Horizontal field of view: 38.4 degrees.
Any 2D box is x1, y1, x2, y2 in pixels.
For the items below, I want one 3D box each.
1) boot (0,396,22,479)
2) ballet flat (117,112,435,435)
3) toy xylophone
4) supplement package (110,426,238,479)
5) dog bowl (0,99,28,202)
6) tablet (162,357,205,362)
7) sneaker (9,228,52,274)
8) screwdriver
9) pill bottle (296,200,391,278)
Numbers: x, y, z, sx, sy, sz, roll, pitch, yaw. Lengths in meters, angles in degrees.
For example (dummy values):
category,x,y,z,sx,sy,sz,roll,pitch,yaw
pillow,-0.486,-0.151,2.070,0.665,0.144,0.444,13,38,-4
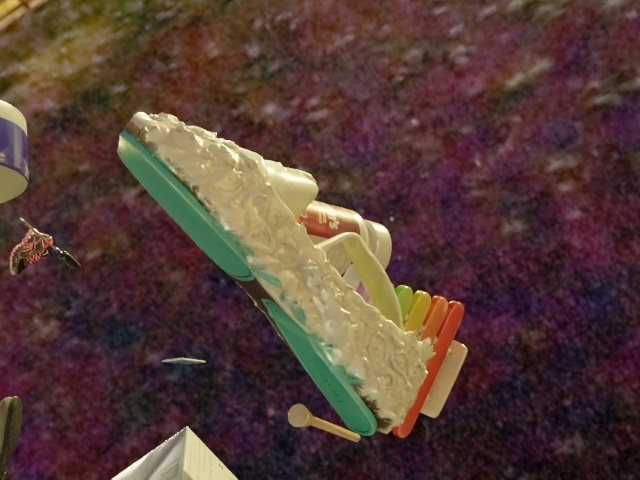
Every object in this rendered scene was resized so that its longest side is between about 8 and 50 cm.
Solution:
category,x,y,z,sx,sy,sz,roll,pitch,yaw
boot,-0.637,0.379,1.651,0.083,0.161,0.247,-99,27,-73
ballet flat,-0.030,0.016,0.914,0.147,0.409,0.147,-34,17,12
toy xylophone,0.080,0.163,1.218,0.081,0.322,0.236,19,86,35
supplement package,-0.192,0.463,1.350,0.198,0.263,0.199,-36,20,8
dog bowl,-0.576,-0.128,1.379,0.265,0.265,0.104,-17,74,33
tablet,-0.284,0.252,1.918,0.054,0.083,0.006,-9,74,28
sneaker,-0.563,0.025,1.797,0.057,0.047,0.119,15,45,5
screwdriver,-0.535,0.008,1.812,0.025,0.170,0.024,0,54,43
pill bottle,0.000,0.000,1.496,0.121,0.221,0.121,-23,62,51
